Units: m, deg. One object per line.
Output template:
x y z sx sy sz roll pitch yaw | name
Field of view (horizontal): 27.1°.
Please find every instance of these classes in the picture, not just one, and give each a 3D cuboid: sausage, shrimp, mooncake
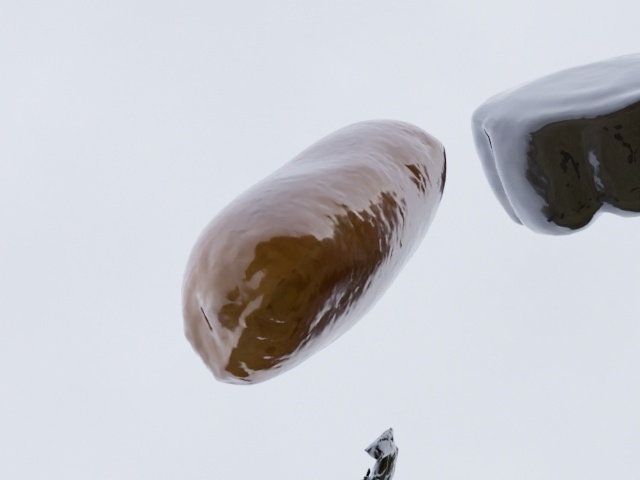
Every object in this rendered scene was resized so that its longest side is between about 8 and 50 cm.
0.000 0.000 0.690 0.238 0.098 0.098 -44 -46 -60 | sausage
0.040 0.214 1.199 0.161 0.034 0.091 2 -78 -74 | shrimp
0.266 -0.097 1.257 0.245 0.245 0.133 -23 -79 -26 | mooncake
